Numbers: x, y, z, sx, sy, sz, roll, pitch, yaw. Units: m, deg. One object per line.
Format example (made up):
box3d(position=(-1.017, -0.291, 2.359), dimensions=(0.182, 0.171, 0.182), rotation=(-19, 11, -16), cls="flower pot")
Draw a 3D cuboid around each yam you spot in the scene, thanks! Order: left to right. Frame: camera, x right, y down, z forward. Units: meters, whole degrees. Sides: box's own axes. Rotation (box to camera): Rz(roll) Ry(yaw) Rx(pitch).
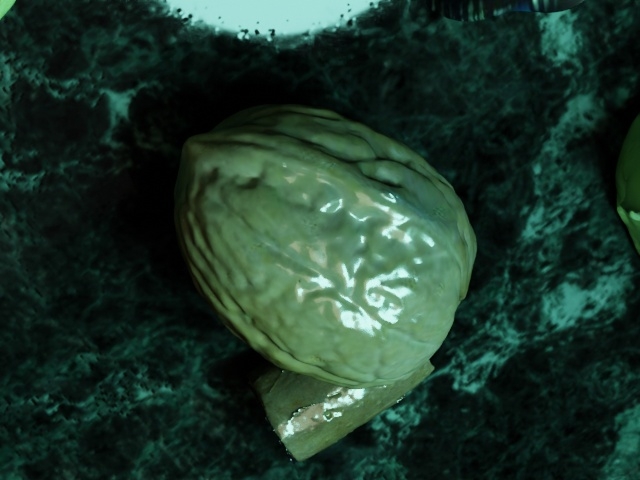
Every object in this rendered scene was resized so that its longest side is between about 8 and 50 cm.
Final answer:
box3d(position=(0.013, 0.099, 1.340), dimensions=(0.127, 0.084, 0.084), rotation=(-34, 123, -5), cls="yam")

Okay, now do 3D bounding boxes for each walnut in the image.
box3d(position=(-0.001, 0.000, 1.235), dimensions=(0.230, 0.178, 0.178), rotation=(36, 99, -20), cls="walnut")

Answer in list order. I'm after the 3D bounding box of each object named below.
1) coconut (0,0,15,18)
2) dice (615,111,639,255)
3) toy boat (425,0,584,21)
box3d(position=(-0.271, -0.204, 1.011), dimensions=(0.204, 0.236, 0.236), rotation=(-56, 130, -33), cls="coconut")
box3d(position=(0.382, -0.012, 1.331), dimensions=(0.254, 0.252, 0.250), rotation=(-39, 122, 0), cls="dice")
box3d(position=(0.109, -0.296, 1.180), dimensions=(0.134, 0.092, 0.299), rotation=(-3, 113, 13), cls="toy boat")
